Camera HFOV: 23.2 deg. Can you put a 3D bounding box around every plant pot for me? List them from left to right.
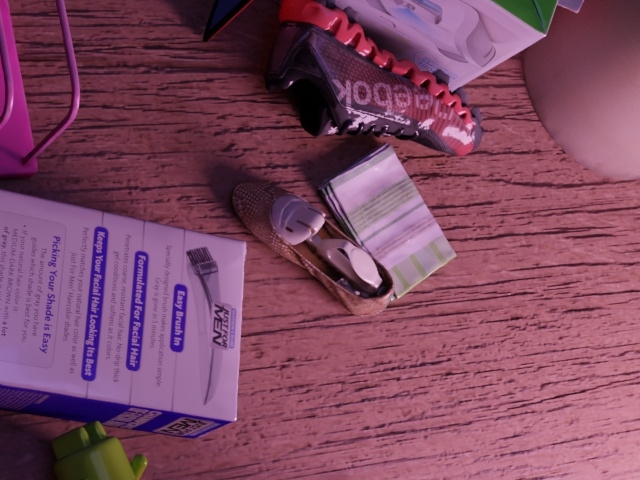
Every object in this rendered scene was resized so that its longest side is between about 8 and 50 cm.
[{"bbox_3d":[0.422,-0.232,1.832,0.256,0.274,0.256,9,70,-27],"label":"plant pot"}]

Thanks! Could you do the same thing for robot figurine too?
[{"bbox_3d":[-0.205,0.228,1.448,0.101,0.067,0.115,-15,79,-63],"label":"robot figurine"}]

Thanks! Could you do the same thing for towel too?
[{"bbox_3d":[0.077,-0.023,1.717,0.113,0.023,0.152,-34,92,-32],"label":"towel"}]

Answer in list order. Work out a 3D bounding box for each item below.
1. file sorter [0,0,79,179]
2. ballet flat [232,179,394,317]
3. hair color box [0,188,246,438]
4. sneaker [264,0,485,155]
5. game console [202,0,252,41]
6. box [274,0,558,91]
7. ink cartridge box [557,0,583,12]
[{"bbox_3d":[-0.386,-0.171,1.408,0.290,0.182,0.202,-5,76,-31],"label":"file sorter"},{"bbox_3d":[0.000,0.000,1.639,0.206,0.067,0.073,38,60,-14],"label":"ballet flat"},{"bbox_3d":[-0.244,0.067,1.457,0.339,0.110,0.185,12,67,-24],"label":"hair color box"},{"bbox_3d":[0.052,-0.151,1.699,0.276,0.097,0.135,31,77,-21],"label":"sneaker"},{"bbox_3d":[-0.103,-0.299,1.633,0.085,0.144,0.124,-40,96,-34],"label":"game console"},{"bbox_3d":[0.097,-0.297,1.693,0.262,0.231,0.127,30,64,-19],"label":"box"},{"bbox_3d":[0.254,-0.351,1.846,0.181,0.056,0.225,23,54,11],"label":"ink cartridge box"}]
